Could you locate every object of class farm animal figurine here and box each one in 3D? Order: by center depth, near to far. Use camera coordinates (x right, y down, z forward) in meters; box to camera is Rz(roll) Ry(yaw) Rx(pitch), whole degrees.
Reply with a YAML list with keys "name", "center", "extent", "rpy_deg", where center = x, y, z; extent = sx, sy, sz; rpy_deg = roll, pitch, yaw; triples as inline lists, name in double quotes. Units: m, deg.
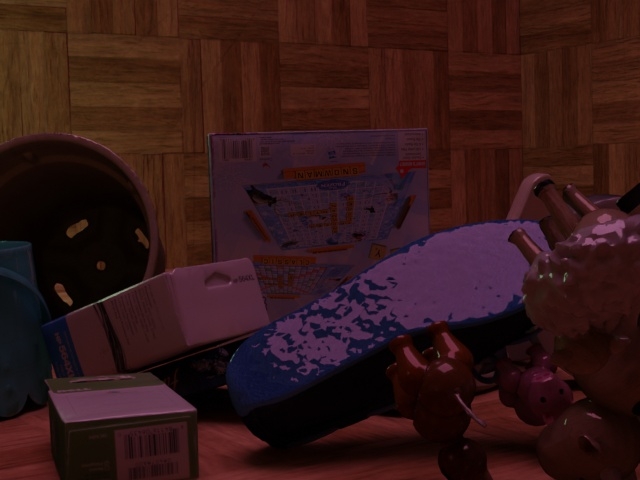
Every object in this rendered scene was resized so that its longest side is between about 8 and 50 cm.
- name: "farm animal figurine"
  center: [0.238, 0.102, 0.814]
  extent: [0.330, 0.172, 0.326]
  rpy_deg: [-4, -37, -35]

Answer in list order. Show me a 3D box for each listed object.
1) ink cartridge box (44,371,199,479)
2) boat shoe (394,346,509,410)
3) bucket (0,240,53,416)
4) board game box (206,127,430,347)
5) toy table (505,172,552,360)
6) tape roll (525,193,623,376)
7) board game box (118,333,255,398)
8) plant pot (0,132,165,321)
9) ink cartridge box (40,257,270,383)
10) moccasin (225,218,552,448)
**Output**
- name: "ink cartridge box"
  center: [-0.184, 0.166, 0.939]
  extent: [0.109, 0.062, 0.209]
  rpy_deg: [-3, 3, -19]
- name: "boat shoe"
  center: [0.142, 0.125, 1.198]
  extent: [0.103, 0.092, 0.285]
  rpy_deg: [3, 6, 33]
- name: "bucket"
  center: [-0.443, 0.099, 1.188]
  extent: [0.281, 0.183, 0.281]
  rpy_deg: [-3, 4, 0]
- name: "board game box"
  center: [0.000, 0.000, 1.521]
  extent: [0.319, 0.317, 0.066]
  rpy_deg: [-2, 2, -8]
- name: "toy table"
  center: [0.269, 0.052, 1.418]
  extent: [0.161, 0.252, 0.274]
  rpy_deg: [-21, 28, -26]
- name: "tape roll"
  center: [0.337, 0.057, 1.209]
  extent: [0.219, 0.219, 0.072]
  rpy_deg: [-2, 5, -3]
- name: "board game box"
  center: [-0.073, 0.126, 1.142]
  extent: [0.243, 0.042, 0.165]
  rpy_deg: [-20, -6, 27]
- name: "plant pot"
  center: [-0.386, 0.024, 1.668]
  extent: [0.334, 0.333, 0.305]
  rpy_deg: [-1, -7, 5]
- name: "ink cartridge box"
  center: [-0.182, 0.094, 1.166]
  extent: [0.203, 0.085, 0.148]
  rpy_deg: [-21, -7, 34]
- name: "moccasin"
  center: [0.080, 0.084, 0.973]
  extent: [0.342, 0.116, 0.137]
  rpy_deg: [-20, 45, -3]
